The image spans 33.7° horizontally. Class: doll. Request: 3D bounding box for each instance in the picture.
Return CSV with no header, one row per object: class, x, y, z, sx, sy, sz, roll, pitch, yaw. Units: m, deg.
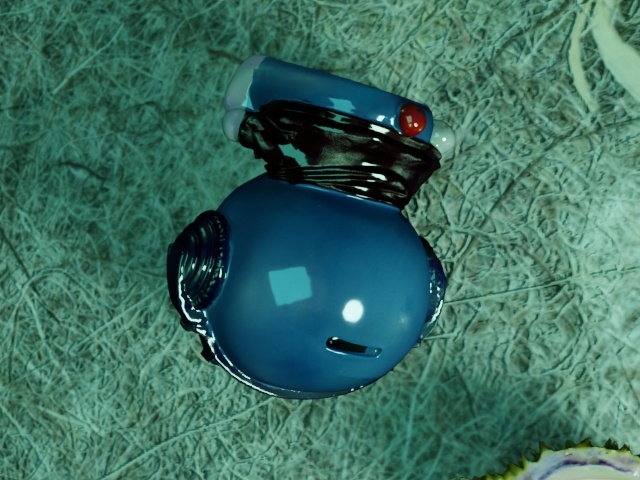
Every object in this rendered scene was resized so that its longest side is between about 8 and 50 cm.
doll,0.000,0.000,1.016,0.240,0.284,0.310,26,100,62

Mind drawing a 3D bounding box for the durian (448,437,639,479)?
durian,0.285,0.313,0.961,0.191,0.112,0.341,-34,83,3
